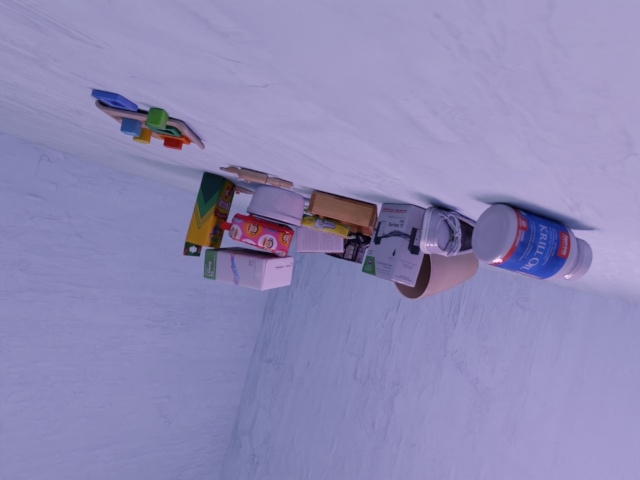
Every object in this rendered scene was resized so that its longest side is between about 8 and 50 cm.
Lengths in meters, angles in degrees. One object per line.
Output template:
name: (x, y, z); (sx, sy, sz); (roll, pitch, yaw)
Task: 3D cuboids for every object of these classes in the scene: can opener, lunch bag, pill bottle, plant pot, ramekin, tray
can opener: (0.151, -0.005, 1.814); (0.059, 0.073, 0.186); (-24, -173, -7)
lunch bag: (-0.241, -0.029, 1.820); (0.258, 0.120, 0.293); (16, 179, -11)
pill bottle: (0.432, 0.012, 0.996); (0.221, 0.124, 0.124); (14, 178, -18)
plant pot: (0.448, 0.087, 1.848); (0.274, 0.257, 0.256); (-1, -175, -25)
ramekin: (-0.154, -0.126, 1.769); (0.207, 0.109, 0.207); (15, 179, 0)
tray: (0.090, -0.084, 1.674); (0.202, 0.076, 0.411); (14, 179, 8)

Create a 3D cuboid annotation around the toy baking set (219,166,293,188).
toy baking set: (-0.204, -0.188, 1.511); (0.256, 0.030, 0.197); (15, 178, 3)

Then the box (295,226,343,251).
box: (0.000, 0.000, 1.806); (0.170, 0.091, 0.130); (0, 178, 4)

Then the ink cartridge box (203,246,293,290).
ink cartridge box: (-0.271, 0.101, 1.870); (0.278, 0.117, 0.201); (9, -174, 28)

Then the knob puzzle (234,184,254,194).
knob puzzle: (-0.376, -0.215, 2.088); (0.213, 0.030, 0.213); (15, 178, 1)

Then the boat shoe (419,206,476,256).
boat shoe: (0.334, -0.016, 1.230); (0.103, 0.118, 0.320); (7, 178, 33)

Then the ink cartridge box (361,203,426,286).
ink cartridge box: (0.212, 0.007, 1.349); (0.087, 0.208, 0.153); (19, 176, -27)

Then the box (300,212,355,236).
box: (0.031, -0.043, 1.603); (0.179, 0.043, 0.105); (17, 178, 6)

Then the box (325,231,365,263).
box: (0.119, -0.007, 2.061); (0.147, 0.180, 0.077); (13, 176, 27)

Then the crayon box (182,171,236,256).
crayon box: (-0.422, -0.085, 1.886); (0.081, 0.319, 0.202); (15, 179, 5)

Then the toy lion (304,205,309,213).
toy lion: (-0.040, -0.127, 2.115); (0.096, 0.034, 0.100); (8, -178, -32)

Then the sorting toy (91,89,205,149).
sorting toy: (-0.364, -0.236, 1.070); (0.196, 0.047, 0.348); (15, 178, 0)
